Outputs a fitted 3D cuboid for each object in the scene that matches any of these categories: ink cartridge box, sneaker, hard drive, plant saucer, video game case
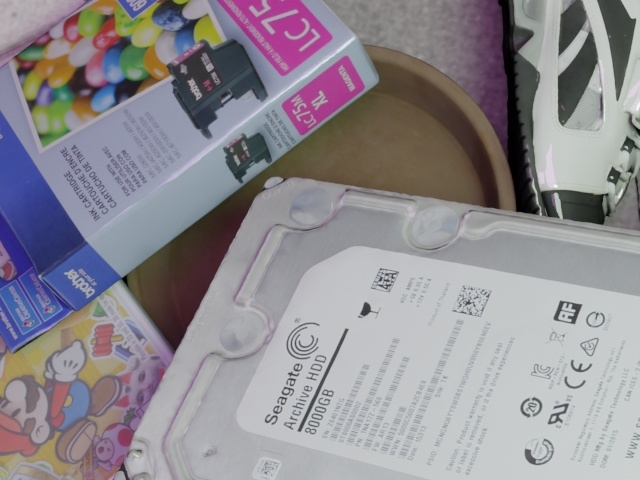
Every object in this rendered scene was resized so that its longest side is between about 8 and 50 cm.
[{"bbox_3d":[-0.135,-0.084,1.027,0.311,0.065,0.186,-39,54,1],"label":"ink cartridge box"},{"bbox_3d":[0.195,-0.100,0.996,0.146,0.122,0.331,-1,77,3],"label":"sneaker"},{"bbox_3d":[0.074,0.088,0.849,0.338,0.064,0.237,10,59,29],"label":"hard drive"},{"bbox_3d":[0.000,0.000,1.009,0.277,0.041,0.278,-7,71,19],"label":"plant saucer"},{"bbox_3d":[-0.208,0.101,1.009,0.206,0.026,0.227,-41,57,-1],"label":"video game case"}]
